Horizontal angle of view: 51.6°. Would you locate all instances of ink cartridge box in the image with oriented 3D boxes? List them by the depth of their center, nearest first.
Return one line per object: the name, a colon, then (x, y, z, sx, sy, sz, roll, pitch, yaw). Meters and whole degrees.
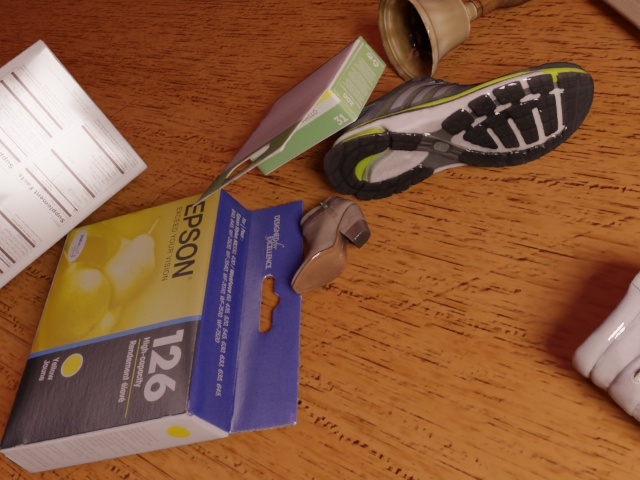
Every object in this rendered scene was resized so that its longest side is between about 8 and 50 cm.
ink cartridge box: (-0.174, 0.079, 0.733, 0.307, 0.072, 0.304, -16, 45, 17)
ink cartridge box: (-0.032, -0.125, 0.775, 0.171, 0.056, 0.235, -25, 28, 44)

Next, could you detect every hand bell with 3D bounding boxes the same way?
hand bell: (0.210, -0.306, 0.873, 0.241, 0.126, 0.126, -26, 44, -15)

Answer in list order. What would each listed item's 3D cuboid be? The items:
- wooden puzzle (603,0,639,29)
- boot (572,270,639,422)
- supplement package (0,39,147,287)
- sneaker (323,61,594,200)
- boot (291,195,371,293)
wooden puzzle: (0.462, -0.297, 0.768, 0.220, 0.044, 0.239, -24, 50, 5)
boot: (0.313, 0.035, 0.509, 0.258, 0.095, 0.123, -42, 53, -11)
supplement package: (-0.403, -0.091, 0.861, 0.262, 0.198, 0.199, -43, 22, -13)
sneaker: (0.147, -0.145, 0.744, 0.299, 0.111, 0.121, -12, 44, 14)
boot: (0.000, 0.000, 0.739, 0.118, 0.042, 0.087, -37, 39, -9)
